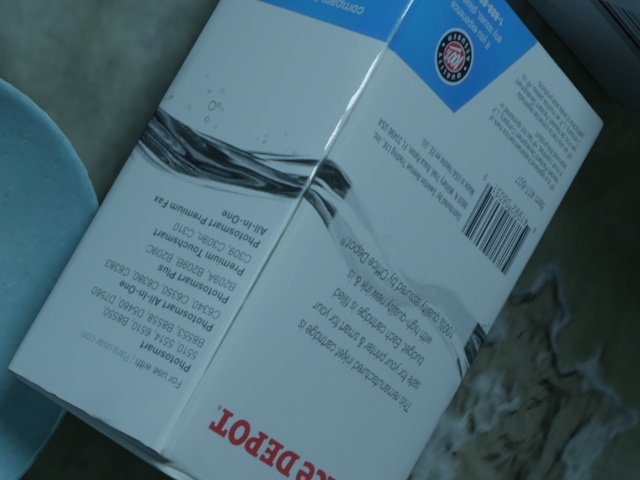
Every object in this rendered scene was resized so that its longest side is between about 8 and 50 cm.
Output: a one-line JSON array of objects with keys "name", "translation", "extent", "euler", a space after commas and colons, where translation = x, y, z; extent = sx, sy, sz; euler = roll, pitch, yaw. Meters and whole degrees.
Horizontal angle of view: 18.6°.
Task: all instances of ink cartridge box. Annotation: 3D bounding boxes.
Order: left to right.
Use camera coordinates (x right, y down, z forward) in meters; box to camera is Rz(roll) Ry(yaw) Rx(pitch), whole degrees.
[{"name": "ink cartridge box", "translation": [0.000, 0.000, 0.715], "extent": [0.203, 0.086, 0.148], "euler": [-60, 143, -8]}]

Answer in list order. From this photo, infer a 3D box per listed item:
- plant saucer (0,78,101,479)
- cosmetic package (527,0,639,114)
[{"name": "plant saucer", "translation": [-0.165, 0.024, 0.659], "extent": [0.195, 0.037, 0.195], "euler": [-18, 122, -31]}, {"name": "cosmetic package", "translation": [0.287, -0.235, 0.759], "extent": [0.453, 0.230, 0.161], "euler": [-53, 133, -4]}]
